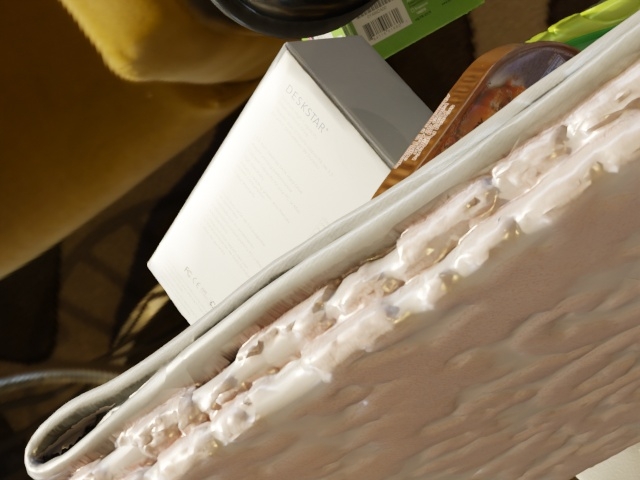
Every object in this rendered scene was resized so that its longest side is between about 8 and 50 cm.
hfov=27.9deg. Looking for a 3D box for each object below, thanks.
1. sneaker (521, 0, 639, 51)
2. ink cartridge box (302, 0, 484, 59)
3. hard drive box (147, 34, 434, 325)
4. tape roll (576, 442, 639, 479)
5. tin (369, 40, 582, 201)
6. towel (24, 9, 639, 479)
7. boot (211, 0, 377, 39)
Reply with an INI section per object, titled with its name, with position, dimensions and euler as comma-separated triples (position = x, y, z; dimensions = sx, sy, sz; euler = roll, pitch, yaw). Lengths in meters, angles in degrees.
[sneaker]
position = 0.238, -0.135, 1.100
dimensions = 0.295, 0.109, 0.123
euler = -27, 92, 10
[ink cartridge box]
position = 0.053, -0.279, 1.608
dimensions = 0.189, 0.255, 0.097
euler = -31, 103, -21
[hard drive box]
position = 0.000, 0.000, 0.924
dimensions = 0.181, 0.089, 0.232
euler = 51, 128, 19
[tape roll]
position = 0.305, 0.135, 1.220
dimensions = 0.392, 0.392, 0.072
euler = 39, 114, 6
[tin]
position = 0.099, -0.031, 0.755
dimensions = 0.106, 0.040, 0.189
euler = 40, 81, -21
[towel]
position = 0.102, 0.029, 0.497
dimensions = 0.332, 0.317, 0.053
euler = -36, 62, 29
[boot]
position = 0.041, -0.196, 0.406
dimensions = 0.131, 0.260, 0.348
euler = 5, 118, -19
